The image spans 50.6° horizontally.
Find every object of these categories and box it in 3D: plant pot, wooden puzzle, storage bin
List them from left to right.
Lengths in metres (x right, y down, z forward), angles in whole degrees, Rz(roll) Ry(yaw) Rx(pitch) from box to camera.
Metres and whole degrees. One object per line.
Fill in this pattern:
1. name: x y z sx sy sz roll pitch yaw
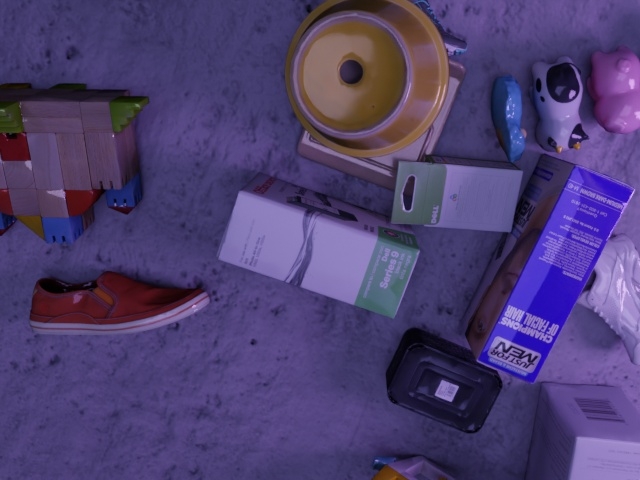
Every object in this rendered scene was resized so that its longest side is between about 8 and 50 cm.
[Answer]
1. plant pot: 0.060 -0.240 0.983 0.254 0.239 0.254 2 103 10
2. wooden puzzle: 0.099 -0.217 1.140 0.221 0.044 0.239 20 107 -2
3. storage bin: 0.218 0.250 1.212 0.180 0.084 0.122 23 103 -1

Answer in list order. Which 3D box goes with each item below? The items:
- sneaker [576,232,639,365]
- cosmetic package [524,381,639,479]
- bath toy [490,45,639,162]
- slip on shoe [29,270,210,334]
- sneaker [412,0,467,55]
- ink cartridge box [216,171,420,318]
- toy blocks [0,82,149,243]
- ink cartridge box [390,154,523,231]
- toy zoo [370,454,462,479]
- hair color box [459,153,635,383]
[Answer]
1. sneaker: 0.504 0.109 1.172 0.115 0.090 0.232 -16 92 13
2. cosmetic package: 0.455 0.471 1.183 0.156 0.217 0.385 4 104 2
3. bath toy: 0.456 -0.222 1.072 0.348 0.129 0.151 -14 135 7
4. slip on shoe: -0.361 0.105 1.201 0.331 0.123 0.101 -3 99 9
5. sneaker: 0.166 -0.353 1.094 0.166 0.065 0.076 21 98 -3
6. ink cartridge box: 0.000 0.000 1.103 0.289 0.211 0.122 19 104 -1
7. toy blocks: -0.460 -0.116 1.141 0.381 0.191 0.261 1 114 4
8. ink cartridge box: 0.220 -0.080 1.128 0.209 0.062 0.109 4 110 -7
9. toy zoo: 0.204 0.457 1.162 0.293 0.192 0.030 23 107 35
10. hair color box: 0.354 0.038 1.105 0.110 0.185 0.339 21 102 -2
